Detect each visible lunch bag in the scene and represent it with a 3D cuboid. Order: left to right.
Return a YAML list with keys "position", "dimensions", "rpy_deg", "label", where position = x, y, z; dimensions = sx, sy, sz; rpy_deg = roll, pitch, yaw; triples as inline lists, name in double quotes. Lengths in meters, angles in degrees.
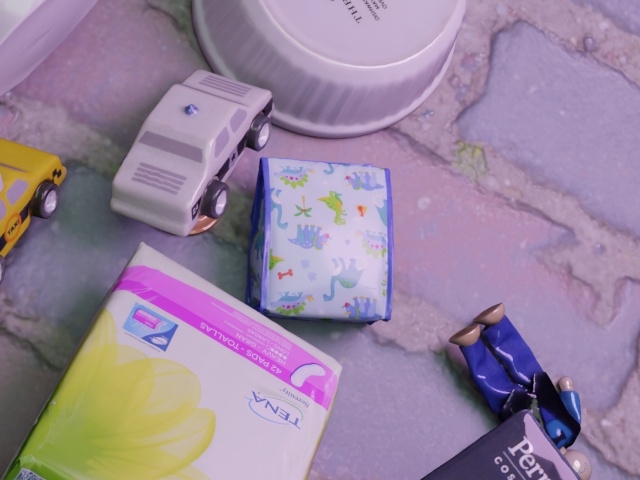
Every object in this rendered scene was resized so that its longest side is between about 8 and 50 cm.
- position: [0.000, 0.000, 1.485]
  dimensions: [0.129, 0.096, 0.151]
  rpy_deg: [4, 84, -14]
  label: "lunch bag"

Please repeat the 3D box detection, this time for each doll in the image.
- position: [0.196, 0.159, 1.521]
  dimensions: [0.129, 0.046, 0.189]
  rpy_deg: [-37, 94, -30]
  label: "doll"

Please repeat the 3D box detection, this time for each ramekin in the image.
- position: [0.019, -0.244, 1.537]
  dimensions: [0.273, 0.127, 0.273]
  rpy_deg: [4, 75, -15]
  label: "ramekin"

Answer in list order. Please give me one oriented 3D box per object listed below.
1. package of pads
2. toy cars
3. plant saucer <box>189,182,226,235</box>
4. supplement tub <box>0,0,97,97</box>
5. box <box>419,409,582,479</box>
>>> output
- position: [-0.119, 0.167, 1.342]
  dimensions: [0.229, 0.101, 0.296]
  rpy_deg: [33, 39, -7]
  label: "package of pads"
- position: [-0.210, -0.067, 1.413]
  dimensions: [0.394, 0.087, 0.176]
  rpy_deg: [-19, 51, -16]
  label: "toy cars"
- position: [-0.129, -0.046, 1.505]
  dimensions: [0.083, 0.013, 0.083]
  rpy_deg: [4, 74, -14]
  label: "plant saucer"
- position: [-0.360, -0.287, 1.391]
  dimensions: [0.316, 0.228, 0.228]
  rpy_deg: [45, 69, 0]
  label: "supplement tub"
- position: [0.071, 0.370, 1.183]
  dimensions: [0.395, 0.212, 0.293]
  rpy_deg: [-33, 75, -18]
  label: "box"
